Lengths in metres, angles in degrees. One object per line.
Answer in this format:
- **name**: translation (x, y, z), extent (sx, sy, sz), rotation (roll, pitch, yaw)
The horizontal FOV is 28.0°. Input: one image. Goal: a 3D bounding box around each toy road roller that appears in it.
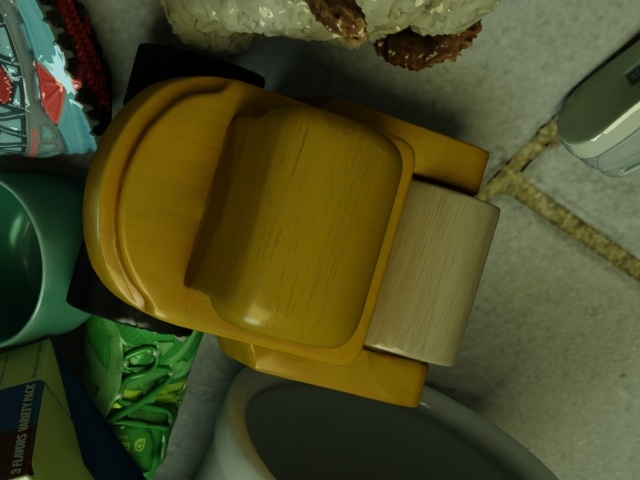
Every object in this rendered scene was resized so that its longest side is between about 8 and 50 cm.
- **toy road roller**: translation (0.000, 0.000, 0.876), extent (0.330, 0.241, 0.202), rotation (17, 89, -26)

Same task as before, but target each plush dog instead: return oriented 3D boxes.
- **plush dog**: translation (0.046, -0.203, 0.824), extent (0.225, 0.210, 0.262), rotation (-11, 135, -34)

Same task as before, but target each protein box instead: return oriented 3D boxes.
- **protein box**: translation (-0.254, 0.211, 0.956), extent (0.201, 0.136, 0.199), rotation (-17, 127, 10)

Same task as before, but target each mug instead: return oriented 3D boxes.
- **mug**: translation (-0.229, 0.003, 0.969), extent (0.097, 0.158, 0.129), rotation (-8, 137, -57)

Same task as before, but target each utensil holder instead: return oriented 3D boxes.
- **utensil holder**: translation (0.000, 0.343, 1.076), extent (0.328, 0.327, 0.385), rotation (19, 110, -20)

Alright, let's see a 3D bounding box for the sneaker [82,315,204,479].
- **sneaker**: translation (-0.154, 0.126, 1.063), extent (0.110, 0.123, 0.295), rotation (7, 125, -12)

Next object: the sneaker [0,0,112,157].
- **sneaker**: translation (-0.229, -0.154, 0.856), extent (0.125, 0.104, 0.261), rotation (-12, 127, 4)

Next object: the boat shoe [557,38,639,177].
- **boat shoe**: translation (0.290, -0.127, 0.972), extent (0.227, 0.079, 0.081), rotation (-35, 133, 24)
